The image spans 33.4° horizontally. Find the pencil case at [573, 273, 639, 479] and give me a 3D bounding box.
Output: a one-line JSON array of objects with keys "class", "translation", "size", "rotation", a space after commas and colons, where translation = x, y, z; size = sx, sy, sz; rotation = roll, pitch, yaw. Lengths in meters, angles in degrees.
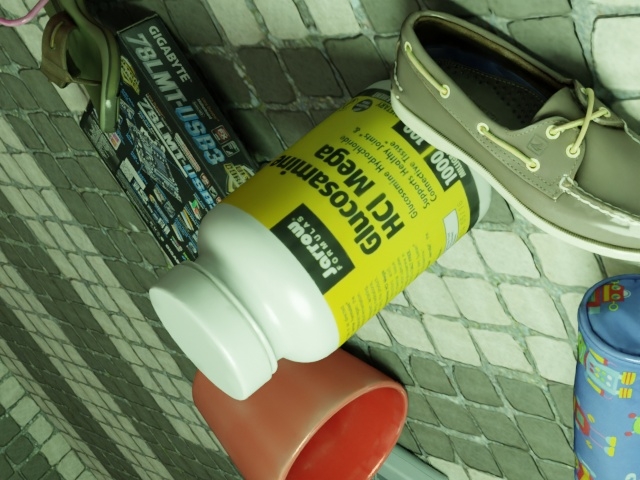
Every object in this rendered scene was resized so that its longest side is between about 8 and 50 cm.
[{"class": "pencil case", "translation": [0.334, 0.170, 1.119], "size": [0.133, 0.119, 0.306], "rotation": [-9, 135, 4]}]

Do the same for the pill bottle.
[{"class": "pill bottle", "translation": [0.000, 0.000, 1.078], "size": [0.188, 0.334, 0.188], "rotation": [41, 157, 21]}]

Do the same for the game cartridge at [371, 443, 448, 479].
[{"class": "game cartridge", "translation": [0.124, 0.431, 1.817], "size": [0.198, 0.062, 0.297], "rotation": [34, 151, 27]}]

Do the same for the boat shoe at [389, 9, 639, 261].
[{"class": "boat shoe", "translation": [0.196, -0.098, 0.949], "size": [0.324, 0.116, 0.097], "rotation": [37, 155, 25]}]

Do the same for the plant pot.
[{"class": "plant pot", "translation": [-0.045, 0.253, 1.605], "size": [0.243, 0.275, 0.275], "rotation": [37, 152, 32]}]

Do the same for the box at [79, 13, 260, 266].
[{"class": "box", "translation": [-0.200, -0.109, 1.442], "size": [0.295, 0.073, 0.293], "rotation": [55, 151, 3]}]

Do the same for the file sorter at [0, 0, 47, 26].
[{"class": "file sorter", "translation": [-0.382, -0.395, 1.139], "size": [0.202, 0.182, 0.291], "rotation": [31, 167, 15]}]

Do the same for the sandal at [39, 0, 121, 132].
[{"class": "sandal", "translation": [-0.322, -0.241, 1.356], "size": [0.303, 0.086, 0.120], "rotation": [56, 148, 34]}]
